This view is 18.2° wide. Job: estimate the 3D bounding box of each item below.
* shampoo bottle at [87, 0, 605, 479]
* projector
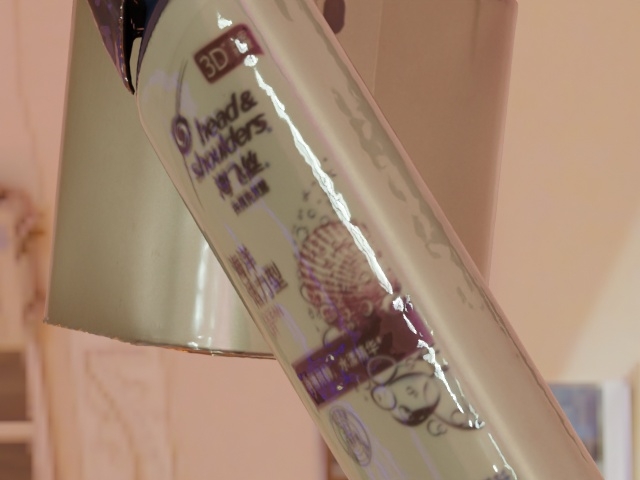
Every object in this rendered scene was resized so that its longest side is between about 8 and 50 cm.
[{"bbox_3d":[0.000,0.000,0.990,0.078,0.134,0.359,-27,-97,-41],"label":"shampoo bottle"},{"bbox_3d":[-0.029,-0.049,1.317,0.248,0.249,0.249,6,90,59],"label":"projector"}]
